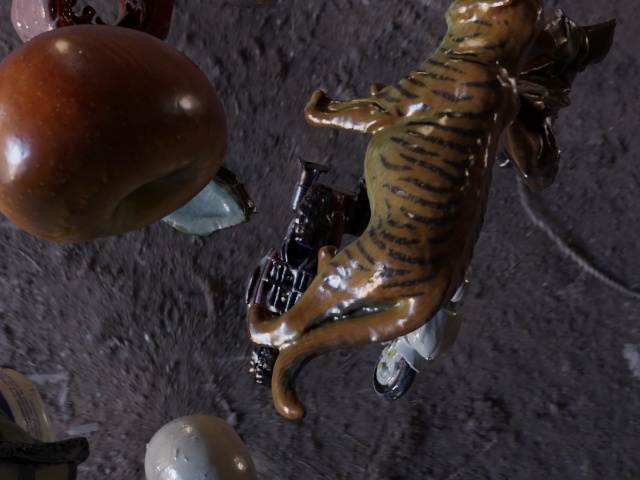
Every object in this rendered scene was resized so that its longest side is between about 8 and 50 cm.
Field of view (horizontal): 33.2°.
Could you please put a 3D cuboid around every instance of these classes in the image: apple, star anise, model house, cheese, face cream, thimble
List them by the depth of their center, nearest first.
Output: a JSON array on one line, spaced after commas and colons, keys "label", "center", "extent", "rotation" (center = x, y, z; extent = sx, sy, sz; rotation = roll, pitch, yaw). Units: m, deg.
[{"label": "apple", "center": [-0.201, -0.102, 0.984], "extent": [0.210, 0.235, 0.173], "rotation": [-39, 75, 16]}, {"label": "star anise", "center": [0.253, -0.171, 1.250], "extent": [0.129, 0.283, 0.212], "rotation": [17, 91, 4]}, {"label": "thimble", "center": [-0.296, -0.300, 1.394], "extent": [0.190, 0.125, 0.163], "rotation": [-15, 106, -34]}, {"label": "cheese", "center": [-0.184, 0.353, 1.635], "extent": [0.154, 0.189, 0.198], "rotation": [-23, 72, -29]}, {"label": "face cream", "center": [-0.513, 0.307, 1.694], "extent": [0.111, 0.206, 0.206], "rotation": [-12, 80, -44]}, {"label": "model house", "center": [-0.176, -0.069, 1.695], "extent": [0.165, 0.152, 0.106], "rotation": [36, 105, 3]}]

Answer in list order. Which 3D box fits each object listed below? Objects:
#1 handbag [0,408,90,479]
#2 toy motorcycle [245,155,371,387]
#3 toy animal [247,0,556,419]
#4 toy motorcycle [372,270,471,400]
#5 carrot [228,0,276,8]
[{"label": "handbag", "center": [-0.346, 0.101, 0.668], "extent": [0.325, 0.327, 0.162], "rotation": [33, 91, 19]}, {"label": "toy motorcycle", "center": [0.000, 0.000, 1.470], "extent": [0.134, 0.207, 0.401], "rotation": [18, 101, 14]}, {"label": "toy animal", "center": [0.037, -0.029, 0.496], "extent": [0.057, 0.099, 0.241], "rotation": [39, 61, -42]}, {"label": "toy motorcycle", "center": [0.103, 0.052, 1.135], "extent": [0.074, 0.151, 0.228], "rotation": [23, 53, -25]}, {"label": "carrot", "center": [-0.083, -0.349, 1.455], "extent": [0.066, 0.314, 0.066], "rotation": [-3, 102, -13]}]
